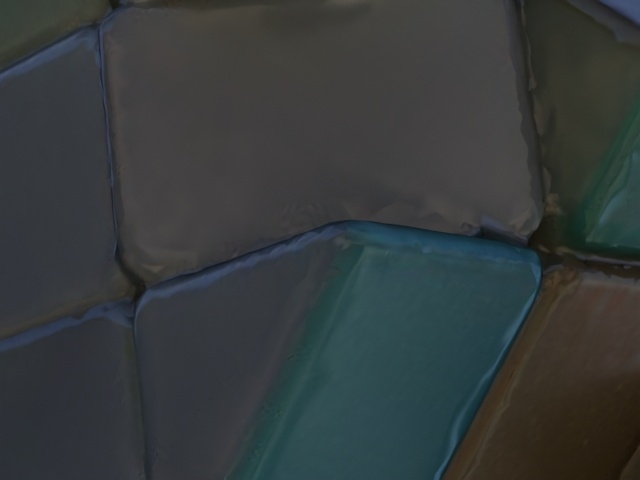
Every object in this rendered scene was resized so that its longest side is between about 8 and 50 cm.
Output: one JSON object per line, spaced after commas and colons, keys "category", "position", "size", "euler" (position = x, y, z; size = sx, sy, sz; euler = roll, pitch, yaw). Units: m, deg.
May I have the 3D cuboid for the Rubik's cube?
{"category": "Rubik's cube", "position": [0.000, 0.000, 0.481], "size": [0.213, 0.265, 0.224], "euler": [6, -63, -45]}
